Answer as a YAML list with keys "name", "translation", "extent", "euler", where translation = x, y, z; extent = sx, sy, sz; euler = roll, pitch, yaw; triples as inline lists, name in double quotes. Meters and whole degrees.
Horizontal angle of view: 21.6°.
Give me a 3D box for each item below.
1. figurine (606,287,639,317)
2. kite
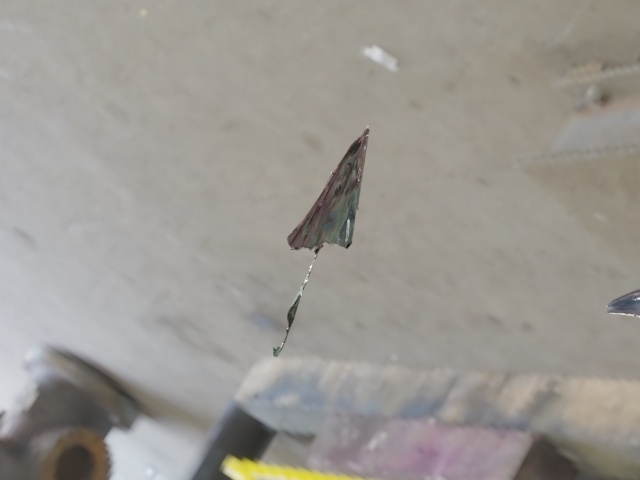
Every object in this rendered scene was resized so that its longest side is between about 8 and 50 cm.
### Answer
- name: "figurine"
  translation: [0.254, 0.062, 0.739]
  extent: [0.197, 0.175, 0.265]
  euler: [56, -163, 0]
- name: "kite"
  translation: [0.000, 0.000, 1.030]
  extent: [0.011, 0.156, 0.139]
  euler: [24, -172, 17]
